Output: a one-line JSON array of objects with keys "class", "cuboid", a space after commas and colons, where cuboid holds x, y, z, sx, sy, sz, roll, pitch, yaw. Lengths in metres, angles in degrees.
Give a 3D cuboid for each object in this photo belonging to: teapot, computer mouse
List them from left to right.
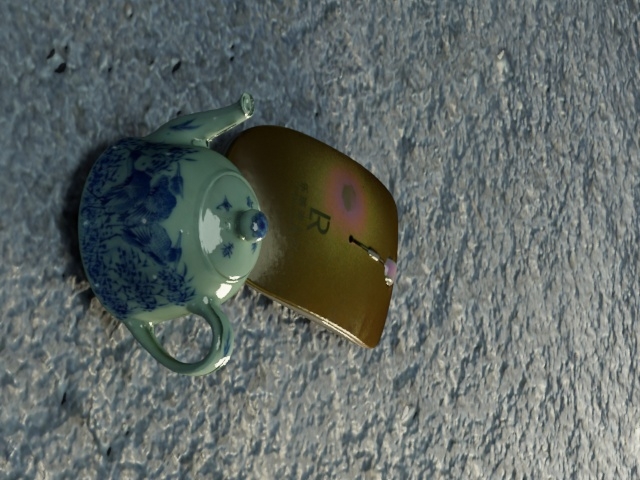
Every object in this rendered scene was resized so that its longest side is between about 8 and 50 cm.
[{"class": "teapot", "cuboid": [-0.106, -0.005, 1.593, 0.159, 0.159, 0.232, 17, 74, -56]}, {"class": "computer mouse", "cuboid": [0.000, 0.000, 1.831, 0.310, 0.072, 0.158, 32, 64, -53]}]
